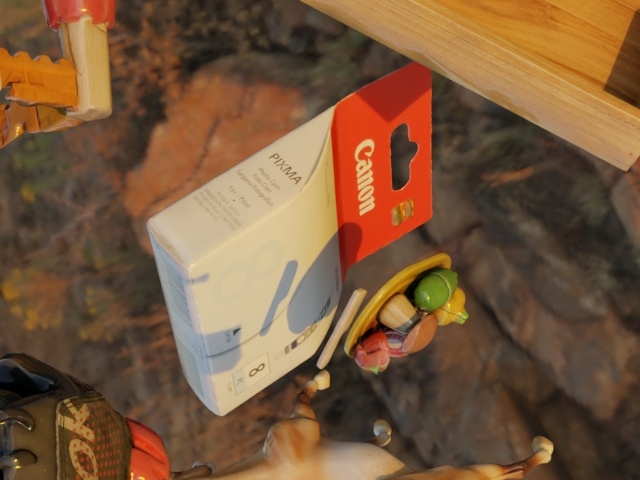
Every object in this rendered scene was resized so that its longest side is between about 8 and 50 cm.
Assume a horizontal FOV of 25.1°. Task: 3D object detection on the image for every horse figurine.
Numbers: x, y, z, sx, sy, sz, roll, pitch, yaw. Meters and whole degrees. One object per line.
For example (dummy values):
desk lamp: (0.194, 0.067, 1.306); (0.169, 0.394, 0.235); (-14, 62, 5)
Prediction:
horse figurine: (0.042, 0.158, 0.932); (0.263, 0.174, 0.066); (17, 113, 25)

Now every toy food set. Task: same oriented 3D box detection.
toy food set: (0.094, 0.091, 1.525); (0.071, 0.218, 0.128); (41, 122, 20)

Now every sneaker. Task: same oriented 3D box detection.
sneaker: (-0.136, 0.146, 0.643); (0.135, 0.098, 0.276); (52, -166, -25)

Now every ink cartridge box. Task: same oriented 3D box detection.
ink cartridge box: (0.000, 0.000, 1.643); (0.091, 0.385, 0.308); (47, 158, 31)

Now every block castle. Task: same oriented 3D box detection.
block castle: (-0.462, -0.223, 1.491); (0.303, 0.453, 0.212); (-17, 76, 40)

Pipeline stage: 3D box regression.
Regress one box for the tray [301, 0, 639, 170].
tray: (0.137, -0.243, 1.313); (0.411, 0.202, 0.076); (28, 144, -1)
